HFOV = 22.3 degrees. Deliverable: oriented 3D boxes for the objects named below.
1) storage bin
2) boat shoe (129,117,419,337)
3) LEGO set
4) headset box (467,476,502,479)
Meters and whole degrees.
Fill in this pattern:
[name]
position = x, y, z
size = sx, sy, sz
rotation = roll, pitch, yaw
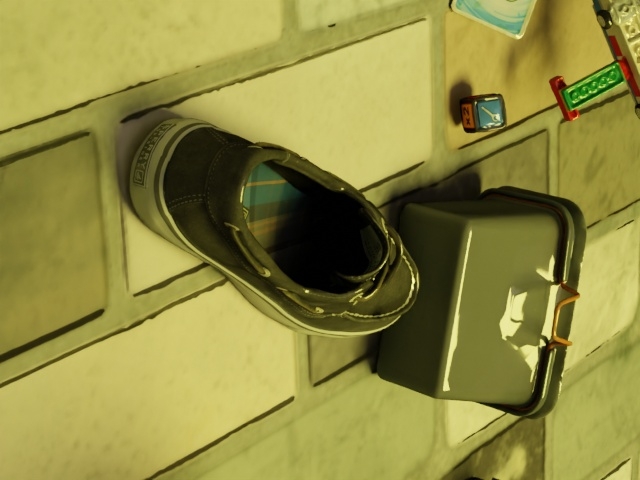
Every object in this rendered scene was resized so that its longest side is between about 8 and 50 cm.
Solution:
[storage bin]
position = 0.093, 0.037, 0.952
size = 0.091, 0.098, 0.135
rotation = 2, 100, -43
[boat shoe]
position = 0.000, 0.000, 0.822
size = 0.228, 0.076, 0.080
rotation = 37, 72, -51
[LEGO set]
position = 0.168, -0.163, 0.988
size = 0.182, 0.060, 0.244
rotation = 21, 88, -18
[headset box]
position = 0.115, 0.195, 1.050
size = 0.032, 0.062, 0.083
rotation = -13, 111, -51
